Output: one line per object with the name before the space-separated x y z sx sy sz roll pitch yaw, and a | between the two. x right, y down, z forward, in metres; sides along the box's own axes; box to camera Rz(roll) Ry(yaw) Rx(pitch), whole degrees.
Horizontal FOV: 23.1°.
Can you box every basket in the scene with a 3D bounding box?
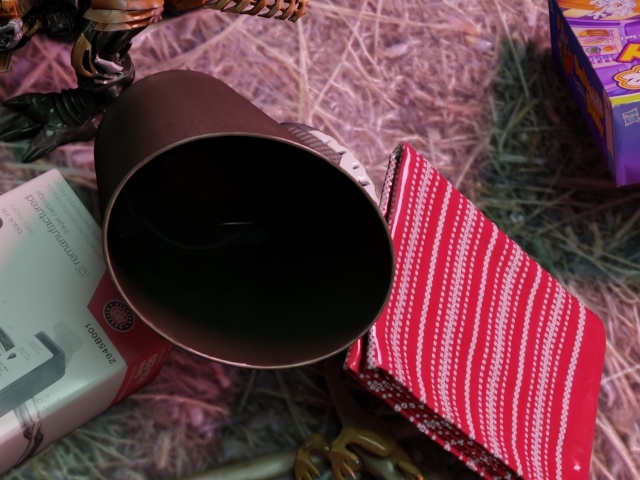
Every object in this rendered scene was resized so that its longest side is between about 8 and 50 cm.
basket | -0.077 -0.031 1.096 0.204 0.154 0.227 23 11 -26

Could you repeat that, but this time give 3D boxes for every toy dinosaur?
toy dinosaur | 0.031 0.146 1.168 0.112 0.064 0.211 -13 57 -46
toy dinosaur | -0.171 -0.176 1.155 0.322 0.218 0.164 20 57 -13

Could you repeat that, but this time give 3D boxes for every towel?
towel | 0.127 0.077 1.173 0.275 0.031 0.198 39 50 -35

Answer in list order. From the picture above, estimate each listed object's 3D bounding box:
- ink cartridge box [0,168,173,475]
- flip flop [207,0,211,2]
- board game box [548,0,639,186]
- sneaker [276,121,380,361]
ink cartridge box | -0.234 0.071 1.075 0.218 0.092 0.158 -32 77 -30
flip flop | -0.070 -0.307 1.348 0.112 0.080 0.277 40 56 3
board game box | 0.386 -0.166 1.311 0.347 0.078 0.233 -11 33 0
sneaker | 0.000 0.000 1.188 0.106 0.078 0.234 -4 54 -42
